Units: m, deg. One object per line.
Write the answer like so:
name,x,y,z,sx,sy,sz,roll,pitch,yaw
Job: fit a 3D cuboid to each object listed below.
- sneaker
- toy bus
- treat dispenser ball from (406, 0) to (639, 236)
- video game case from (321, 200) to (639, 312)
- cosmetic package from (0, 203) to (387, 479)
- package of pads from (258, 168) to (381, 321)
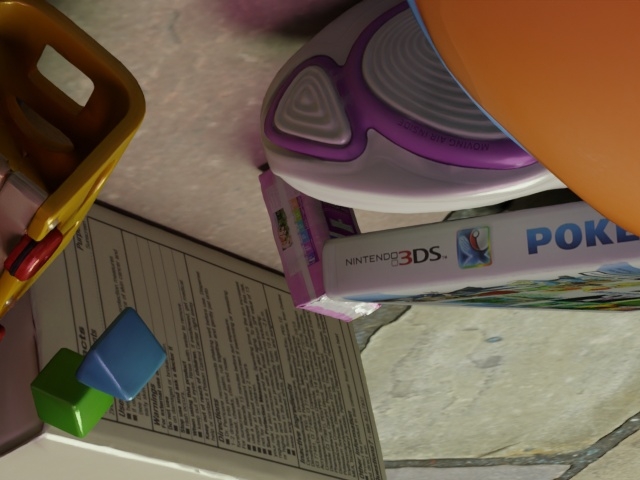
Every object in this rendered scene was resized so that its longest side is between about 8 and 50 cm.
sneaker,0.126,-0.056,0.798,0.305,0.114,0.152,-11,154,1
toy bus,-0.153,-0.022,0.779,0.202,0.104,0.191,10,135,33
treat dispenser ball,0.151,-0.128,0.457,0.288,0.288,0.288,-8,155,-4
video game case,0.215,0.006,0.897,0.300,0.036,0.329,-8,172,35
cosmetic package,-0.104,0.088,0.973,0.129,0.153,0.296,-26,149,28
package of pads,0.000,0.000,0.906,0.032,0.083,0.050,-29,153,25
